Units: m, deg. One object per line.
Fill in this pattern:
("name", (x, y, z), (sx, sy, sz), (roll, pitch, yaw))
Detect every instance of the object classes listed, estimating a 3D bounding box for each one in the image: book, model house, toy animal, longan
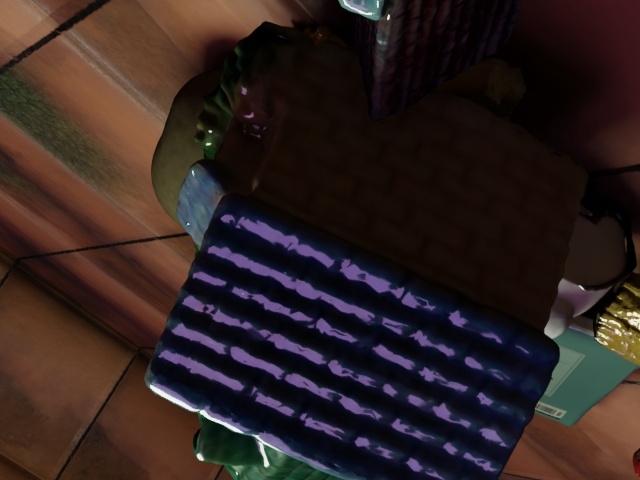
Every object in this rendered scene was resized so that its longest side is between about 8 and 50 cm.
("book", (0.344, 0.193, 1.508), (0.264, 0.031, 0.379), (22, 154, 6))
("model house", (0.063, -0.246, 0.796), (0.230, 0.249, 0.280), (26, 156, 12))
("toy animal", (0.253, 0.060, 1.230), (0.183, 0.247, 0.310), (-5, 156, -28))
("longan", (-0.134, -0.111, 1.319), (0.246, 0.246, 0.215), (13, 179, 34))
("model house", (-0.010, 0.093, 0.988), (0.395, 0.400, 0.445), (23, 150, -8))

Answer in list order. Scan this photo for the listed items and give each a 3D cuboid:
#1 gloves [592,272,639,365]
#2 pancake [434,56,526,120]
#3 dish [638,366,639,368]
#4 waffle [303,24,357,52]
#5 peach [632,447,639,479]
("gloves", (0.524, 0.150, 1.177), (0.356, 0.155, 0.203), (13, 155, 28))
("pancake", (0.174, -0.118, 1.152), (0.244, 0.057, 0.266), (36, 149, -32))
("dish", (0.444, 0.183, 1.482), (0.137, 0.039, 0.091), (14, 153, 29))
("waffle", (0.019, -0.202, 1.204), (0.191, 0.038, 0.191), (25, 157, 11))
("peach", (0.651, 0.390, 1.506), (0.267, 0.159, 0.154), (2, 134, 44))
